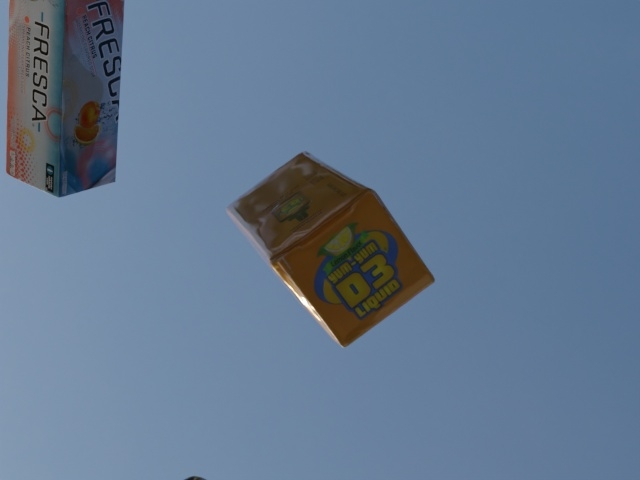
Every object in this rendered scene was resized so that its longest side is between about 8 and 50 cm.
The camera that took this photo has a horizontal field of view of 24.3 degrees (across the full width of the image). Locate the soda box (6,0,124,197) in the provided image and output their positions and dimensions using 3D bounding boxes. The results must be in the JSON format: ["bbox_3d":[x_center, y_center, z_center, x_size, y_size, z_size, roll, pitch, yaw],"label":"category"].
[{"bbox_3d":[-0.182,-0.128,1.060,0.063,0.183,0.058,23,-151,34],"label":"soda box"}]

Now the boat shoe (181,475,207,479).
[{"bbox_3d":[-0.117,0.176,0.697,0.069,0.228,0.081,43,-54,25],"label":"boat shoe"}]

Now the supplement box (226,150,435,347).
[{"bbox_3d":[0.000,0.000,0.990,0.078,0.080,0.233,-36,-168,-3],"label":"supplement box"}]
